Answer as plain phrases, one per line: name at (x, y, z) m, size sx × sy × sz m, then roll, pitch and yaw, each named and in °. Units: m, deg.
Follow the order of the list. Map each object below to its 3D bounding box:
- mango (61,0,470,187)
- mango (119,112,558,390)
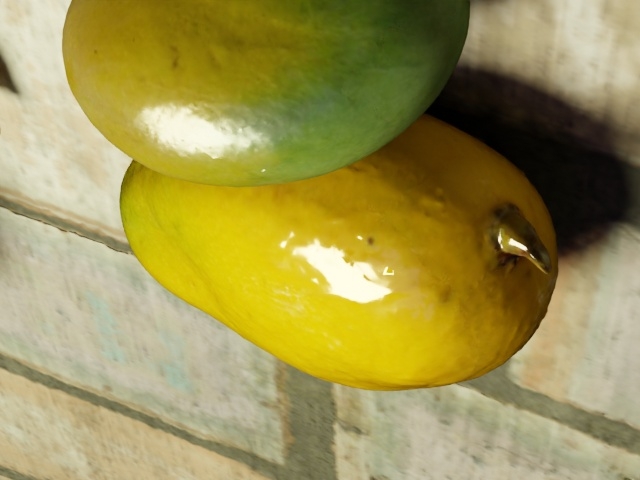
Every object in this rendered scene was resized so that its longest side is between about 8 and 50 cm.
mango at (-0.027, -0.089, 0.719) m, size 0.195 × 0.130 × 0.092 m, roll -10°, pitch 170°, yaw 24°
mango at (0.000, 0.000, 0.837) m, size 0.317 × 0.119 × 0.176 m, roll 10°, pitch 148°, yaw 45°
